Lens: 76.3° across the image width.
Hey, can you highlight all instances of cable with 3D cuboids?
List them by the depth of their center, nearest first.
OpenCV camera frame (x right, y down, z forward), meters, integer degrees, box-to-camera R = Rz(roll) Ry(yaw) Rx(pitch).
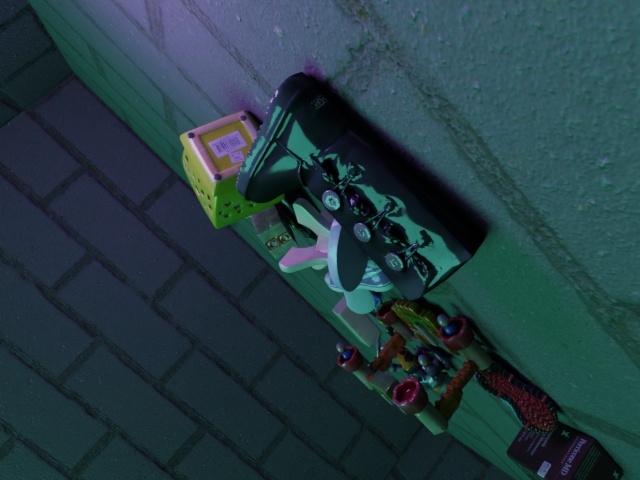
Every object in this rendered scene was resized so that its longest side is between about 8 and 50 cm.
[{"bbox_3d":[0.332,0.377,1.716,0.139,0.072,0.287,14,165,30],"label":"cable"}]

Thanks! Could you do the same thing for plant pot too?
[{"bbox_3d":[-0.237,-0.201,1.095,0.227,0.228,0.207,59,163,14],"label":"plant pot"}]

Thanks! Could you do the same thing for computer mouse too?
[{"bbox_3d":[-0.066,-0.096,1.325,0.188,0.072,0.272,37,169,44],"label":"computer mouse"}]

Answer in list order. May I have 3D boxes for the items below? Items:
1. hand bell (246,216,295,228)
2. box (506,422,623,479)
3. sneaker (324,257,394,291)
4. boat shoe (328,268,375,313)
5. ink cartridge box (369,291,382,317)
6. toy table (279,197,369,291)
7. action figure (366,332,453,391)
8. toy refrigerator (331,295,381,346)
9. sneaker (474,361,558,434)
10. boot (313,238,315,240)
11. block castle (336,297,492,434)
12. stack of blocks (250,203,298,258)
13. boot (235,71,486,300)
[{"bbox_3d":[-0.176,-0.097,1.606,0.241,0.126,0.126,26,161,18],"label":"hand bell"},{"bbox_3d":[0.703,0.648,1.186,0.167,0.168,0.203,47,165,-13],"label":"box"},{"bbox_3d":[0.095,0.073,1.274,0.282,0.102,0.161,-10,125,46],"label":"sneaker"},{"bbox_3d":[0.114,0.152,1.506,0.301,0.108,0.102,53,-161,-34],"label":"boat shoe"},{"bbox_3d":[0.167,0.226,1.687,0.206,0.045,0.208,35,163,31],"label":"ink cartridge box"},{"bbox_3d":[0.024,0.003,1.069,0.160,0.252,0.275,18,131,28],"label":"toy table"},{"bbox_3d":[0.365,0.496,1.627,0.329,0.179,0.341,27,168,8],"label":"action figure"},{"bbox_3d":[0.184,0.411,2.073,0.270,0.102,0.094,48,165,-23],"label":"toy refrigerator"},{"bbox_3d":[0.554,0.429,1.163,0.262,0.104,0.125,42,-174,9],"label":"sneaker"},{"bbox_3d":[0.000,0.001,1.478,0.099,0.045,0.121,31,155,34],"label":"boot"},{"bbox_3d":[0.255,0.341,1.245,0.213,0.303,0.453,47,165,-13],"label":"block castle"},{"bbox_3d":[-0.168,-0.081,1.372,0.171,0.087,0.297,57,-175,-46],"label":"stack of blocks"},{"bbox_3d":[0.051,-0.058,0.834,0.445,0.146,0.367,41,150,0],"label":"boot"}]
